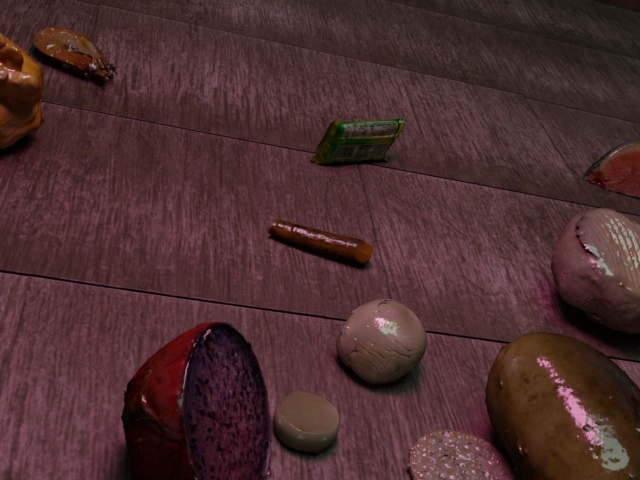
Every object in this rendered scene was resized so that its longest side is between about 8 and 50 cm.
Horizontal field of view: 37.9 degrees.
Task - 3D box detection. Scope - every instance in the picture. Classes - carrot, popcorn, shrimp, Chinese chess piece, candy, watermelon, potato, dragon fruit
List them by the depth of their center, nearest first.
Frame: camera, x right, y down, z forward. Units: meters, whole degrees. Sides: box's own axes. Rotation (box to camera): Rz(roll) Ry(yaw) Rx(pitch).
[{"bbox_3d":[-0.157,0.206,1.017,0.148,0.223,0.218,-10,-13,18],"label":"dragon fruit"},{"bbox_3d":[-0.018,0.226,1.163,0.084,0.034,0.084,12,31,-8],"label":"Chinese chess piece"},{"bbox_3d":[0.325,0.246,1.169,0.210,0.173,0.307,25,29,-26],"label":"potato"},{"bbox_3d":[-0.533,-0.236,1.464,0.191,0.190,0.253,35,-6,3],"label":"popcorn"},{"bbox_3d":[0.000,0.000,1.505,0.171,0.042,0.042,17,32,1],"label":"carrot"},{"bbox_3d":[0.072,-0.189,1.766,0.178,0.102,0.032,-7,45,-35],"label":"candy"},{"bbox_3d":[-0.472,-0.355,1.795,0.115,0.051,0.217,-25,52,-39],"label":"shrimp"},{"bbox_3d":[0.692,-0.173,2.064,0.231,0.128,0.146,12,15,-6],"label":"watermelon"}]

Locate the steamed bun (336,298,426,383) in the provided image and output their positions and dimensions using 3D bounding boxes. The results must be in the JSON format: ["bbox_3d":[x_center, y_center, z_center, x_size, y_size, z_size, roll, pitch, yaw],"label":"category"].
[{"bbox_3d":[0.092,0.135,1.299,0.112,0.090,0.130,40,38,27],"label":"steamed bun"}]

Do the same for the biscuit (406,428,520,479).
[{"bbox_3d":[0.181,0.294,1.170,0.152,0.020,0.152,12,34,-8],"label":"biscuit"}]

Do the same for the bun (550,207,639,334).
[{"bbox_3d":[0.490,0.059,1.558,0.239,0.141,0.239,19,45,-21],"label":"bun"}]
